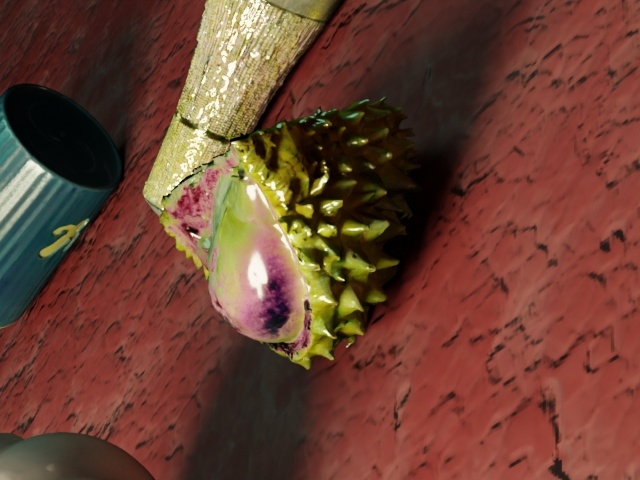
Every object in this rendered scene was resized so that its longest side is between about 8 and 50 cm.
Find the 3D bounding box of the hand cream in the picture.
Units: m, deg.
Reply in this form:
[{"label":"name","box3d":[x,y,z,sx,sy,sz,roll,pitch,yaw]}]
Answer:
[{"label":"hand cream","box3d":[-0.052,-0.100,1.039,0.203,0.084,0.084,-65,22,13]}]

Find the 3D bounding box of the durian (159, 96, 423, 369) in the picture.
[{"label":"durian","box3d":[0.000,0.004,0.813,0.186,0.119,0.108,146,107,-69]}]

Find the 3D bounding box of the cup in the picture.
[{"label":"cup","box3d":[-0.231,-0.037,1.305,0.155,0.131,0.176,-45,3,28]}]

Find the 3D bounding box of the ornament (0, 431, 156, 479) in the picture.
[{"label":"ornament","box3d":[-0.130,0.182,0.785,0.177,0.177,0.177,-47,28,34]}]
